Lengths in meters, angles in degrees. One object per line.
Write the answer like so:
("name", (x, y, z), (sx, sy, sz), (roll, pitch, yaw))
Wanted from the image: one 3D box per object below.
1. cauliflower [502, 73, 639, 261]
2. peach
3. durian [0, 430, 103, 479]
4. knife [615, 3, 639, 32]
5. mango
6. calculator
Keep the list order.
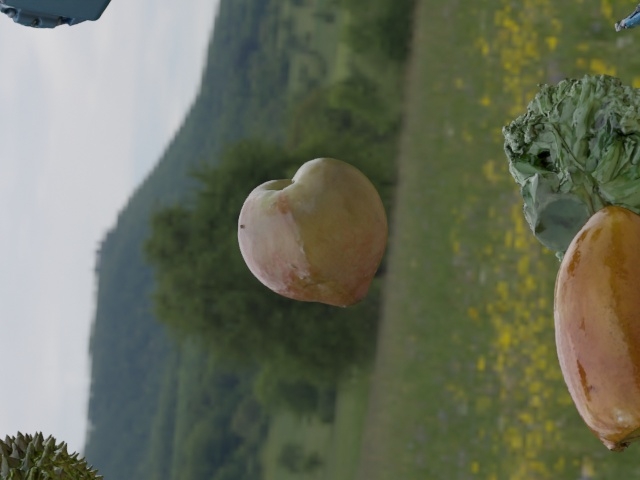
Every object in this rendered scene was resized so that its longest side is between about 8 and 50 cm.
("cauliflower", (0.343, -0.066, 1.870), (0.250, 0.275, 0.272), (-25, -69, -47))
("peach", (0.000, 0.000, 2.196), (0.232, 0.233, 0.232), (4, -90, -89))
("durian", (-0.312, 0.283, 1.515), (0.200, 0.237, 0.176), (-31, -61, -48))
("knife", (0.435, -0.299, 1.790), (0.026, 0.044, 0.296), (63, 155, 0))
("mango", (0.309, 0.081, 1.510), (0.126, 0.154, 0.252), (113, 157, -67))
("calculator", (-0.300, -0.378, 1.887), (0.293, 0.173, 0.051), (-50, 53, 31))
